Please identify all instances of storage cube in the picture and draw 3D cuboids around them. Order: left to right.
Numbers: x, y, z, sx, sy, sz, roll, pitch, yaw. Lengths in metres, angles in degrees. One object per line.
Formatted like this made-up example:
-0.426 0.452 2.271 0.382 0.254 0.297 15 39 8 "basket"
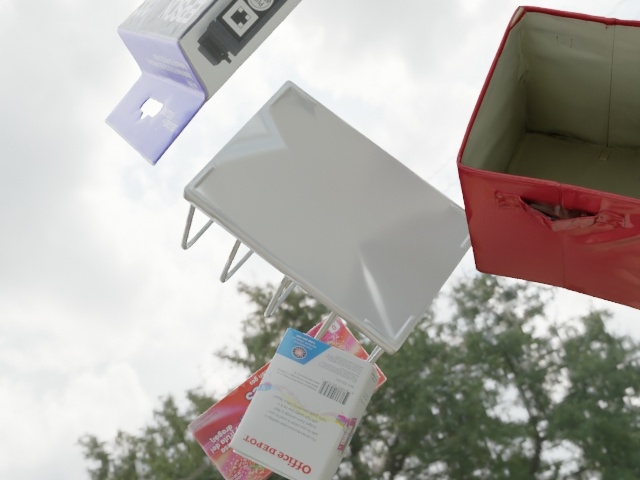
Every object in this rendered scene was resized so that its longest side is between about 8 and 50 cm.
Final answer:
0.244 -0.071 0.880 0.184 0.215 0.193 13 -26 22 "storage cube"

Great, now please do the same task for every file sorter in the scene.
0.000 0.000 1.100 0.193 0.278 0.173 -51 -4 -29 "file sorter"

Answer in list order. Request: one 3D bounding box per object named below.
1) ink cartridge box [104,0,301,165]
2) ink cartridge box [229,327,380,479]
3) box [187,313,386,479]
-0.069 -0.151 0.613 0.045 0.206 0.208 43 -94 -24 "ink cartridge box"
-0.013 0.155 0.869 0.088 0.122 0.052 22 -16 19 "ink cartridge box"
-0.051 0.271 1.581 0.300 0.142 0.154 -37 -10 -7 "box"
